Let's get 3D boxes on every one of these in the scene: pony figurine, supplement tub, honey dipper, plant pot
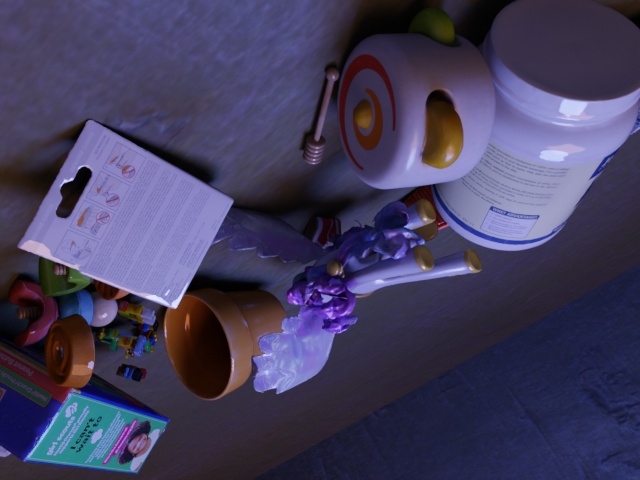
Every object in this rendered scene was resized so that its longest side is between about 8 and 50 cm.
[{"bbox_3d":[0.028,0.060,0.903,0.363,0.303,0.351,-25,163,33],"label":"pony figurine"},{"bbox_3d":[0.304,-0.158,0.819,0.235,0.236,0.325,-17,151,-12],"label":"supplement tub"},{"bbox_3d":[0.003,-0.175,0.786,0.030,0.030,0.161,-10,145,-23],"label":"honey dipper"},{"bbox_3d":[-0.172,0.182,1.098,0.188,0.205,0.205,-14,154,-49],"label":"plant pot"}]

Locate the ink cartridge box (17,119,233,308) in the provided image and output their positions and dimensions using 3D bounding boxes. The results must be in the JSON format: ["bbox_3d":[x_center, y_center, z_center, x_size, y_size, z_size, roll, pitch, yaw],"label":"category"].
[{"bbox_3d":[-0.250,-0.029,0.742,0.224,0.056,0.181,30,88,-36],"label":"ink cartridge box"}]

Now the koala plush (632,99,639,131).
[{"bbox_3d":[0.492,-0.228,0.915,0.196,0.203,0.221,-14,161,-17],"label":"koala plush"}]

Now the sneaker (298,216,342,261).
[{"bbox_3d":[0.000,0.000,1.057,0.067,0.042,0.118,-2,142,-29],"label":"sneaker"}]

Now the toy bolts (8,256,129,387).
[{"bbox_3d":[-0.349,0.113,0.851,0.228,0.218,0.158,-23,163,39],"label":"toy bolts"}]

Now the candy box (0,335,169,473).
[{"bbox_3d":[-0.452,0.272,0.940,0.122,0.268,0.317,-62,158,-16],"label":"candy box"}]

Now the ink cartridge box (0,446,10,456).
[{"bbox_3d":[-0.655,0.343,1.130,0.238,0.060,0.275,-35,150,0],"label":"ink cartridge box"}]

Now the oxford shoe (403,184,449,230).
[{"bbox_3d":[0.267,-0.076,1.080,0.271,0.097,0.098,-28,157,8],"label":"oxford shoe"}]

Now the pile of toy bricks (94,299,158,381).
[{"bbox_3d":[-0.375,0.189,1.054,0.105,0.118,0.212,17,152,-5],"label":"pile of toy bricks"}]

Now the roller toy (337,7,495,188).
[{"bbox_3d":[0.110,-0.161,0.709,0.146,0.209,0.191,-10,162,-23],"label":"roller toy"}]
